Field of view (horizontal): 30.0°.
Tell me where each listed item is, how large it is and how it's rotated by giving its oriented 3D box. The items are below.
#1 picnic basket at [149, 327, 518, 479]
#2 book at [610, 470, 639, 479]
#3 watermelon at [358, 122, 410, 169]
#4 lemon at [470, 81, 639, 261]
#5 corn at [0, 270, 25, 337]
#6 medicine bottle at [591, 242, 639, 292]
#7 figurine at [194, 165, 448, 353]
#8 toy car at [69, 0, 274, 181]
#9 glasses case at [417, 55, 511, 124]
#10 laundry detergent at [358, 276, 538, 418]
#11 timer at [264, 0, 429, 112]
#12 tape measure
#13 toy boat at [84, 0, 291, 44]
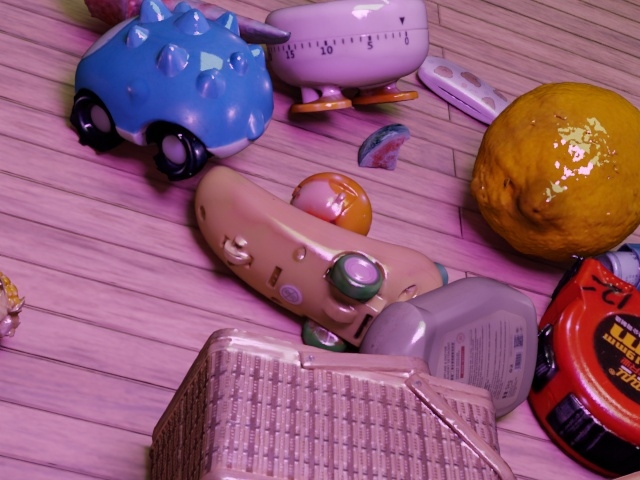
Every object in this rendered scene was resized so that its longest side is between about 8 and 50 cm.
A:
[{"bbox_3d":[0.006,0.228,1.147,0.313,0.228,0.175,14,47,-17],"label":"picnic basket"},{"bbox_3d":[0.355,0.375,1.269,0.389,0.032,0.269,-11,55,-16],"label":"book"},{"bbox_3d":[0.097,-0.128,1.674,0.061,0.085,0.085,59,37,-20],"label":"watermelon"},{"bbox_3d":[0.335,-0.093,1.632,0.245,0.245,0.320,40,31,11],"label":"lemon"},{"bbox_3d":[-0.416,0.015,1.210,0.260,0.091,0.091,37,83,8],"label":"corn"},{"bbox_3d":[0.505,0.062,1.703,0.258,0.079,0.124,4,53,-26],"label":"medicine bottle"},{"bbox_3d":[0.000,0.000,1.444,0.325,0.124,0.222,31,41,6],"label":"figurine"},{"bbox_3d":[-0.178,-0.202,1.460,0.255,0.190,0.188,23,38,27],"label":"toy car"},{"bbox_3d":[0.226,-0.232,1.856,0.164,0.041,0.063,34,41,3],"label":"glasses case"},{"bbox_3d":[0.132,0.140,1.359,0.253,0.181,0.091,-9,18,-36],"label":"laundry detergent"},{"bbox_3d":[0.037,-0.306,1.664,0.234,0.233,0.240,-13,101,-38],"label":"timer"},{"bbox_3d":[0.371,0.170,1.499,0.253,0.114,0.260,35,45,5],"label":"tape measure"},{"bbox_3d":[-0.162,-0.297,1.585,0.282,0.206,0.096,15,83,13],"label":"toy boat"}]
